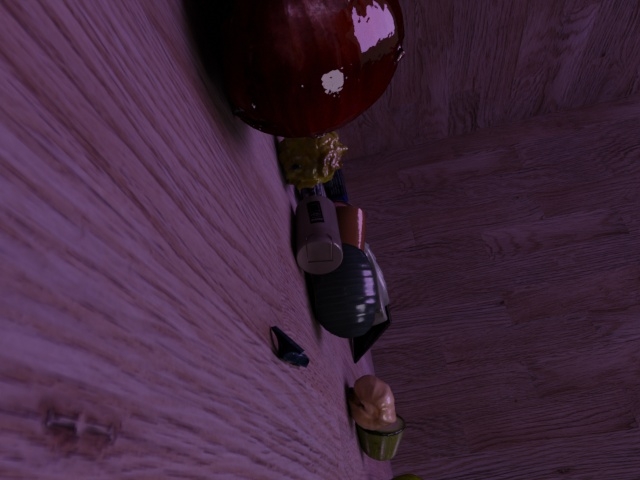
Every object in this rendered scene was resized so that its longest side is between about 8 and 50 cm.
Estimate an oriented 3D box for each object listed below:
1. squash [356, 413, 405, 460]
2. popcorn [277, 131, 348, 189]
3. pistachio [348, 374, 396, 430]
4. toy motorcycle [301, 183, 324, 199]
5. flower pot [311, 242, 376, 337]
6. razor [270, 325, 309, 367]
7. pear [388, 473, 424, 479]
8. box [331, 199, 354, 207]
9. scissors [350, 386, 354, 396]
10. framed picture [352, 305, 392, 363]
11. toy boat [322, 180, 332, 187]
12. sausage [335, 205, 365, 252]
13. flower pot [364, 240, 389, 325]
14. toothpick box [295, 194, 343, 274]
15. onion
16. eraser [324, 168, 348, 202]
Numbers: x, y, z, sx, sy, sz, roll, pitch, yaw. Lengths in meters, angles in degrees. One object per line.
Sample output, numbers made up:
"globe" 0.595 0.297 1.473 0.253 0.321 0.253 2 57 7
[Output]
"squash" 0.201 0.654 1.558 0.170 0.170 0.123 -73 166 -76
"popcorn" -0.027 -0.205 1.129 0.142 0.173 0.174 -170 -113 -79
"pistachio" 0.166 0.512 1.469 0.229 0.157 0.158 -162 -120 -87
"toy motorcycle" -0.030 -0.158 1.342 0.215 0.079 0.123 -78 158 -87
"flower pot" 0.059 0.127 1.178 0.189 0.156 0.243 82 3 -73
"razor" -0.046 0.196 0.785 0.066 0.033 0.190 36 -14 21
"pear" 0.300 0.938 1.526 0.318 0.238 0.343 -62 141 -67
"box" 0.050 -0.055 1.560 0.135 0.150 0.151 -45 124 -71
"scissors" 0.113 0.527 1.596 0.113 0.012 0.039 66 13 -60
"framed picture" 0.216 0.347 2.018 0.014 0.255 0.339 31 21 -12
"toy boat" 0.013 -0.348 1.832 0.114 0.121 0.296 108 -20 -46
"sausage" 0.074 0.048 1.425 0.121 0.120 0.305 -6 101 -83
"flower pot" 0.161 0.147 1.860 0.368 0.164 0.254 64 12 -5
"toothpick box" -0.007 -0.016 1.118 0.181 0.110 0.111 -95 171 -50
"onion" -0.024 -0.321 0.738 0.341 0.340 0.342 -12 90 -83
"eraser" 0.064 -0.301 2.267 0.155 0.101 0.332 -94 169 -45
